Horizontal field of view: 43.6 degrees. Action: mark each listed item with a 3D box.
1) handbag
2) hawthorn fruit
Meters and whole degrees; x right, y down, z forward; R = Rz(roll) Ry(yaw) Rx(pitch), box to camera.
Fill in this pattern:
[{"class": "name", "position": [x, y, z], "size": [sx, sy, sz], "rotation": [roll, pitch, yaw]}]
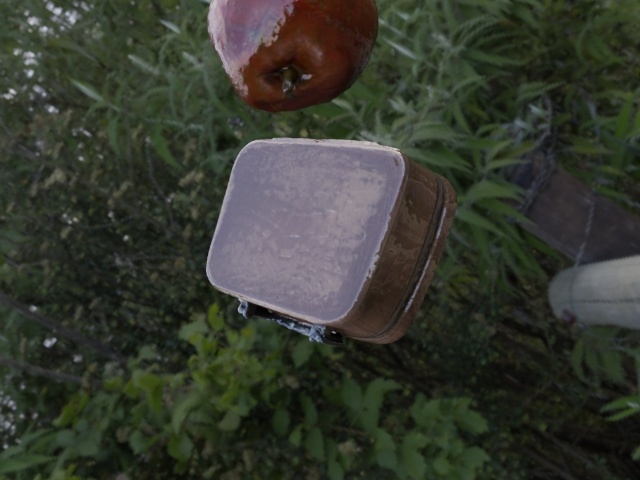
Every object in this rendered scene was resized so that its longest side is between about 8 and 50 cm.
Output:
[{"class": "handbag", "position": [0.000, 0.000, 0.610], "size": [0.193, 0.072, 0.151], "rotation": [9, 79, 45]}, {"class": "hawthorn fruit", "position": [-0.045, -0.333, 1.269], "size": [0.275, 0.275, 0.300], "rotation": [121, 156, -46]}]
